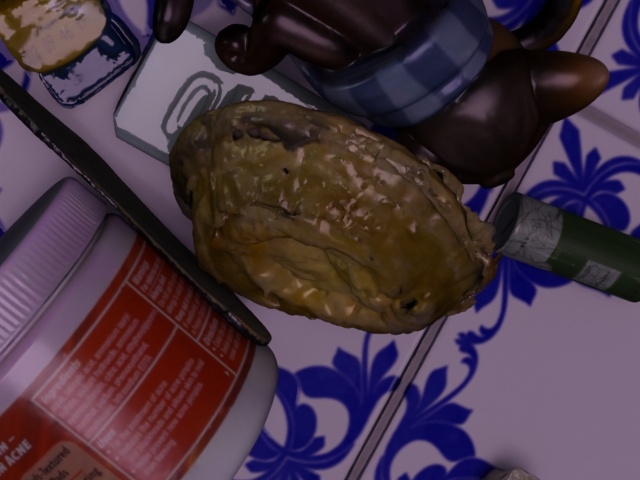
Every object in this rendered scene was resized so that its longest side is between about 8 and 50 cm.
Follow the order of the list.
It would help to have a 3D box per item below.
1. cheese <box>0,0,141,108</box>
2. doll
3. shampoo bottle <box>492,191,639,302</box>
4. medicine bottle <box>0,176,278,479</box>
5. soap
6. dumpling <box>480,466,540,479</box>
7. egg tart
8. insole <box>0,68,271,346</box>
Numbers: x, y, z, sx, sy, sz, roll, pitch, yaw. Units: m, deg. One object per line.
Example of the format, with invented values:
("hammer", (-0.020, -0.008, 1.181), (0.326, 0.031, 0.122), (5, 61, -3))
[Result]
("cheese", (-0.261, -0.236, 0.942), (0.177, 0.069, 0.270), (-36, 108, 0))
("doll", (0.058, -0.195, 0.936), (0.318, 0.209, 0.340), (-44, 108, 1))
("shampoo bottle", (0.264, 0.017, 1.092), (0.204, 0.065, 0.065), (20, 98, -13))
("medicine bottle", (-0.197, 0.115, 0.934), (0.241, 0.252, 0.252), (43, 92, -14))
("soap", (-0.074, -0.102, 1.004), (0.198, 0.066, 0.119), (29, 94, -14))
("dumpling", (0.185, 0.257, 1.131), (0.057, 0.052, 0.076), (31, 93, -2))
("egg tart", (0.000, 0.000, 0.900), (0.279, 0.279, 0.095), (32, 62, -14))
("insole", (-0.165, -0.038, 0.945), (0.348, 0.119, 0.009), (44, 95, 7))
